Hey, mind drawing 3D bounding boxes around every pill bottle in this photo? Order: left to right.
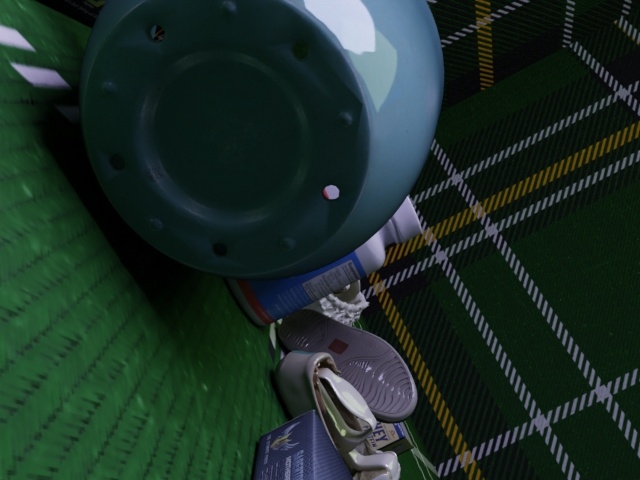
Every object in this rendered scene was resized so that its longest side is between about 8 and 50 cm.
[{"bbox_3d":[0.000,0.000,0.679,0.124,0.221,0.124,62,3,-5],"label":"pill bottle"}]

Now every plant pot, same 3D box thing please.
[{"bbox_3d":[-0.044,-0.105,0.450,0.293,0.292,0.235,62,18,-17],"label":"plant pot"}]

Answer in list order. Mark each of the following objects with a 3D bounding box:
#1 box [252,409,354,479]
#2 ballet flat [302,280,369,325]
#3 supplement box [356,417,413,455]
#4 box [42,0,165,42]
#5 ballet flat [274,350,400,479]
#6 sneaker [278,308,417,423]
[{"bbox_3d":[0.016,0.246,0.376,0.184,0.059,0.233,61,3,-8],"label":"box"},{"bbox_3d":[-0.018,0.036,0.922,0.147,0.146,0.409,65,4,34],"label":"ballet flat"},{"bbox_3d":[0.089,0.302,0.883,0.056,0.083,0.083,64,3,36],"label":"supplement box"},{"bbox_3d":[-0.123,-0.338,0.636,0.097,0.318,0.395,62,2,-10],"label":"box"},{"bbox_3d":[0.035,0.226,0.609,0.249,0.086,0.086,61,3,-3],"label":"ballet flat"},{"bbox_3d":[0.045,0.173,0.724,0.222,0.083,0.118,29,-28,46],"label":"sneaker"}]
